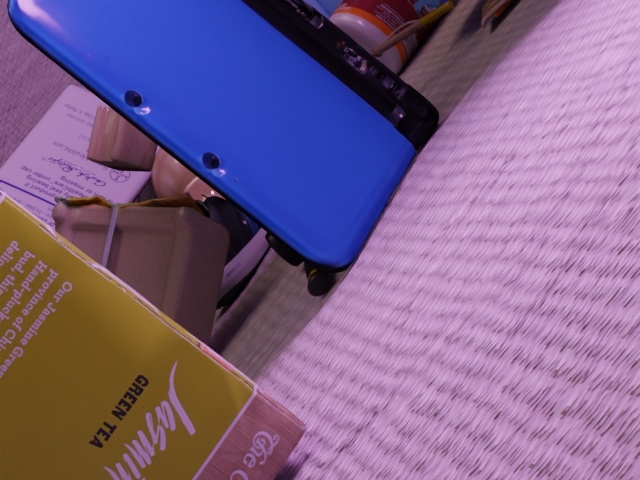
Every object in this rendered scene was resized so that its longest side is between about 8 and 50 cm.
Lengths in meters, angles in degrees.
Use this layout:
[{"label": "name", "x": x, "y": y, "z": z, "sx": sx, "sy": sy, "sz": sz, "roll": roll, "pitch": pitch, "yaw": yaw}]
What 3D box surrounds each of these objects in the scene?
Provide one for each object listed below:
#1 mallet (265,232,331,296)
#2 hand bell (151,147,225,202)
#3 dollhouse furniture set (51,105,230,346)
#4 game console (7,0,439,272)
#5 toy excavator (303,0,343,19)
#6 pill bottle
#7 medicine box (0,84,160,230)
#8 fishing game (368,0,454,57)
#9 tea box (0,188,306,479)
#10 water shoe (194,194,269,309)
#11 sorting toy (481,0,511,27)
[{"label": "mallet", "x": 0.000, "y": 0.000, "z": 1.355, "sx": 0.062, "sy": 0.039, "sz": 0.190, "roll": -48, "pitch": 13, "yaw": 1}, {"label": "hand bell", "x": -0.106, "y": -0.021, "z": 1.888, "sx": 0.126, "sy": 0.126, "sz": 0.242, "roll": -49, "pitch": 21, "yaw": 14}, {"label": "dollhouse furniture set", "x": -0.115, "y": -0.010, "z": 1.598, "sx": 0.197, "sy": 0.151, "sz": 0.302, "roll": 3, "pitch": 78, "yaw": 46}, {"label": "game console", "x": -0.080, "y": -0.113, "z": 1.358, "sx": 0.173, "sy": 0.293, "sz": 0.250, "roll": -52, "pitch": 8, "yaw": -13}, {"label": "toy excavator", "x": 0.081, "y": -0.420, "z": 2.357, "sx": 0.445, "sy": 0.222, "sz": 0.433, "roll": -26, "pitch": 22, "yaw": 40}, {"label": "pill bottle", "x": 0.077, "y": -0.235, "z": 1.788, "sx": 0.152, "sy": 0.086, "sz": 0.086, "roll": -54, "pitch": 8, "yaw": -23}, {"label": "medicine box", "x": -0.287, "y": 0.025, "z": 2.069, "sx": 0.289, "sy": 0.149, "sz": 0.263, "roll": -55, "pitch": -17, "yaw": -33}, {"label": "fishing game", "x": 0.157, "y": -0.247, "z": 1.567, "sx": 0.264, "sy": 0.041, "sz": 0.189, "roll": -48, "pitch": 11, "yaw": -33}, {"label": "tea box", "x": -0.229, "y": 0.105, "z": 1.076, "sx": 0.220, "sy": 0.323, "sz": 0.329, "roll": -54, "pitch": 9, "yaw": -15}, {"label": "water shoe", "x": -0.080, "y": -0.021, "z": 1.710, "sx": 0.073, "sy": 0.080, "sz": 0.203, "roll": -45, "pitch": 10, "yaw": 36}, {"label": "sorting toy", "x": 0.151, "y": -0.199, "z": 1.479, "sx": 0.062, "sy": 0.012, "sz": 0.083, "roll": -46, "pitch": 9, "yaw": 16}]
